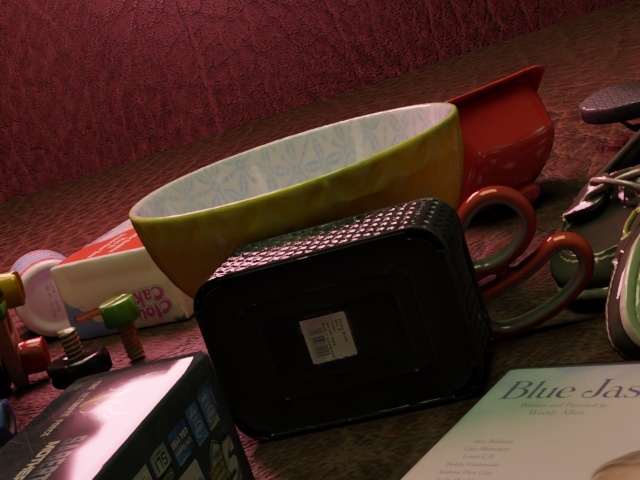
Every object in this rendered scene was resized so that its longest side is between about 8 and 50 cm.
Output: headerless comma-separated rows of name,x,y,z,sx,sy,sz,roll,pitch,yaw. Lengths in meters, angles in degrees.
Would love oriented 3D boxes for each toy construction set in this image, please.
toy construction set,-0.372,0.065,1.069,0.309,0.237,0.257,-13,13,24

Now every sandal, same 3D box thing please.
sandal,0.425,-0.159,1.376,0.255,0.054,0.097,-11,17,-15

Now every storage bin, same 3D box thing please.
storage bin,0.018,0.054,0.824,0.180,0.122,0.084,-15,13,15

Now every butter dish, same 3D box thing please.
butter dish,0.182,-0.081,1.232,0.160,0.118,0.160,-25,-28,-26

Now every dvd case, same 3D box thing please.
dvd case,0.124,0.122,0.606,0.180,0.022,0.253,-9,15,38

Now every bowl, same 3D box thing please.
bowl,0.000,0.000,1.010,0.290,0.156,0.289,-18,12,4

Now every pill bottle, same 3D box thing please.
pill bottle,-0.319,0.057,1.384,0.087,0.087,0.160,-22,13,-17

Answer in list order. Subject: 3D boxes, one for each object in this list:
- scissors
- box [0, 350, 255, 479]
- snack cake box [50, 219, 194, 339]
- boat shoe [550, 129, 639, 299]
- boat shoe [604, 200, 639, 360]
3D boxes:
scissors,0.062,0.073,0.875,0.297,0.109,0.021,-40,14,17
box,-0.061,0.158,0.332,0.059,0.183,0.232,-14,12,18
snack cake box,-0.164,0.014,1.350,0.152,0.089,0.264,-10,15,25
boat shoe,0.268,-0.050,0.983,0.112,0.095,0.335,-9,15,38
boat shoe,0.238,0.014,0.797,0.228,0.081,0.068,-47,1,-44
